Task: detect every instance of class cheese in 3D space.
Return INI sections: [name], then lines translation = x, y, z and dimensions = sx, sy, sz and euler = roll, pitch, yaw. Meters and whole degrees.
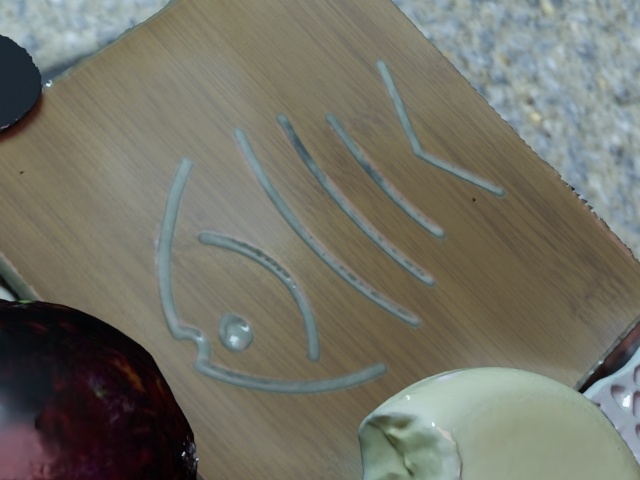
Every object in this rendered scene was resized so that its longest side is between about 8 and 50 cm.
[cheese]
translation = 0.116, 0.130, 0.824
dimensions = 0.249, 0.071, 0.163
euler = -10, 80, -35

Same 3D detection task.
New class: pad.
[pad]
translation = 0.000, 0.000, 0.879
dimensions = 0.286, 0.018, 0.284
euler = 46, 54, 4

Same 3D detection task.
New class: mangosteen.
[mangosteen]
translation = -0.125, 0.112, 0.676
dimensions = 0.173, 0.172, 0.184
euler = 7, 80, -22

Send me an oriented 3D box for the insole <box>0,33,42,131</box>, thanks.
[insole]
translation = -0.220, -0.032, 0.791
dimensions = 0.080, 0.003, 0.232
euler = 42, 57, 14
